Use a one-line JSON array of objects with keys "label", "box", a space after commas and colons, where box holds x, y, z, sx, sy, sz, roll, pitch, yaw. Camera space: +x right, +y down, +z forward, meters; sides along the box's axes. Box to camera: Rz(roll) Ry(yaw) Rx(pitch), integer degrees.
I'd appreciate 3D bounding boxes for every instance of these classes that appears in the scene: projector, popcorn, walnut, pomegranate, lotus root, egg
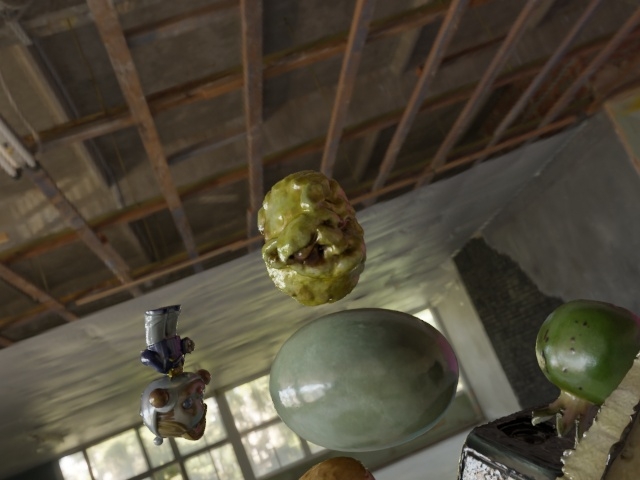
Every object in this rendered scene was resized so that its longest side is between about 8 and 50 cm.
[{"label": "projector", "box": [0.451, 0.538, 1.347, 0.395, 0.406, 0.242, -5, 12, -39]}, {"label": "popcorn", "box": [0.000, 0.000, 1.213, 0.200, 0.226, 0.203, 12, -1, -34]}, {"label": "walnut", "box": [0.018, 0.436, 1.126, 0.207, 0.159, 0.159, -63, 10, -29]}, {"label": "pomegranate", "box": [0.409, 0.202, 1.115, 0.224, 0.181, 0.181, -64, -15, -1]}, {"label": "lotus root", "box": [0.386, 0.274, 0.875, 0.261, 0.170, 0.074, -50, 10, -7]}, {"label": "egg", "box": [0.072, 0.248, 1.303, 0.352, 0.259, 0.258, -9, -7, 18]}]

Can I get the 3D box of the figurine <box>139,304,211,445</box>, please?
[{"label": "figurine", "box": [-0.308, 0.272, 1.458, 0.133, 0.275, 0.194, -9, 22, 19]}]
